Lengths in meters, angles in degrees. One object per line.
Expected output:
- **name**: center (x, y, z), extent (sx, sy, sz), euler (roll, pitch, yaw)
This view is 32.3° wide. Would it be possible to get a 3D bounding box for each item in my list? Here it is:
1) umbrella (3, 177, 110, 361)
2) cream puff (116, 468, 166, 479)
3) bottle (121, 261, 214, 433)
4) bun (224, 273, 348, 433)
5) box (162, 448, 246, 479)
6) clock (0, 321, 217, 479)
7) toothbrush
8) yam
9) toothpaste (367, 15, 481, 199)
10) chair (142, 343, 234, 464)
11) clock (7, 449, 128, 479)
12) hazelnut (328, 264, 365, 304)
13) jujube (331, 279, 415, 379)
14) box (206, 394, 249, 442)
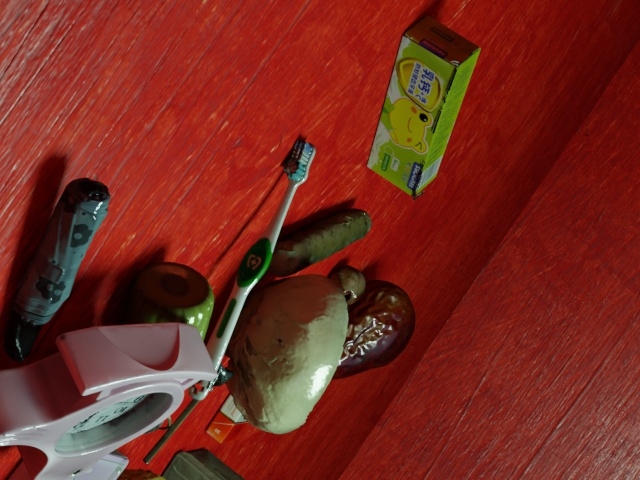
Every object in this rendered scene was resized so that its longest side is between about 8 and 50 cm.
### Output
- **umbrella**: center (-0.288, 0.033, 1.186), extent (0.250, 0.052, 0.053), euler (-58, 177, 32)
- **cream puff**: center (-0.314, 0.431, 1.748), extent (0.189, 0.129, 0.189), euler (-36, 154, -20)
- **bottle**: center (-0.222, 0.155, 1.495), extent (0.112, 0.112, 0.260), euler (-35, 153, -49)
- **bun**: center (-0.072, 0.170, 1.774), extent (0.287, 0.146, 0.287), euler (-47, -151, 37)
- **box**: center (-0.193, 0.515, 2.060), extent (0.155, 0.231, 0.149), euler (-57, 163, 3)
- **clock**: center (-0.304, 0.202, 1.308), extent (0.275, 0.080, 0.290), euler (-39, 156, 24)
- **toothbrush**: center (-0.101, 0.044, 1.644), extent (0.418, 0.042, 0.040), euler (-67, 157, -1)
- **yam**: center (0.000, 0.000, 1.900), extent (0.317, 0.067, 0.071), euler (-26, 134, -61)
- **toothpaste**: center (0.169, -0.219, 1.873), extent (0.077, 0.110, 0.327), euler (-41, 158, -35)
- **chair**: center (-0.228, 0.225, 1.667), extent (0.221, 0.104, 0.095), euler (-39, 139, -38)
- **clock**: center (-0.366, 0.343, 1.552), extent (0.150, 0.063, 0.197), euler (-53, 163, -7)
- **hazelnut**: center (0.048, 0.091, 2.198), extent (0.086, 0.086, 0.086), euler (-49, 162, -22)
- **jujube**: center (0.084, 0.195, 2.358), extent (0.255, 0.190, 0.190), euler (-26, 151, -27)
- **box**: center (-0.148, 0.315, 2.126), extent (0.152, 0.048, 0.100), euler (-58, 162, 3)
